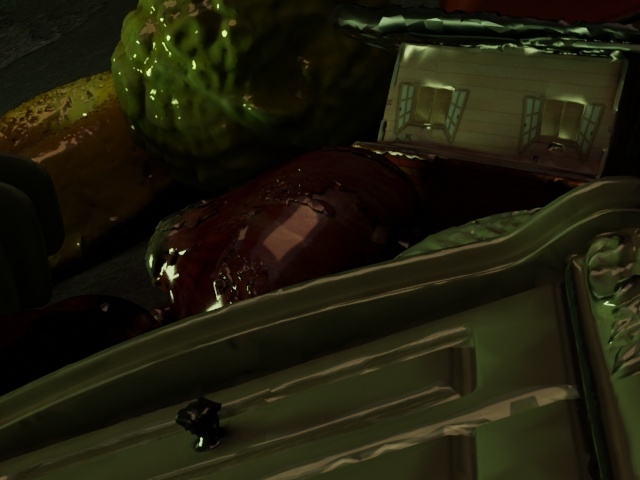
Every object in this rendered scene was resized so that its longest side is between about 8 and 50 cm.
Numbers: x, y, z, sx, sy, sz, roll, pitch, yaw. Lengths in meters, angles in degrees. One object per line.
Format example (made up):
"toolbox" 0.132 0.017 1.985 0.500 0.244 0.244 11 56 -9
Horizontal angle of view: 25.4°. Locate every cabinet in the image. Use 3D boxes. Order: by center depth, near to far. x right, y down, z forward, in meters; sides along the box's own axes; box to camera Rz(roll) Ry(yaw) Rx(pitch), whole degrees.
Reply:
"cabinet" -0.003 0.181 0.337 0.290 0.227 0.318 -19 22 14

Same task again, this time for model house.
"model house" 0.149 -0.039 0.851 0.207 0.154 0.294 14 0 -44

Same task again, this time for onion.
"onion" -0.026 0.025 0.777 0.147 0.184 0.184 22 30 0

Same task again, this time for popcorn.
"popcorn" -0.040 -0.154 1.196 0.237 0.206 0.251 -28 5 33

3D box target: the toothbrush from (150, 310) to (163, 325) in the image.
"toothbrush" -0.144 0.074 0.996 0.321 0.031 0.023 -29 57 -10

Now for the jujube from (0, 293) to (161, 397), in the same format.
"jujube" -0.169 0.109 0.781 0.168 0.168 0.236 -11 22 31

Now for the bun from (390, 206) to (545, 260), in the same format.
"bun" 0.091 0.071 0.638 0.195 0.118 0.195 -17 28 9

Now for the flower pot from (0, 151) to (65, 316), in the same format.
"flower pot" -0.356 0.039 1.041 0.254 0.164 0.367 19 44 29

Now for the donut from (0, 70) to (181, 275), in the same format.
"donut" -0.235 -0.065 1.305 0.277 0.108 0.277 -21 22 9

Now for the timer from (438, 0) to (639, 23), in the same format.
"timer" 0.211 -0.265 1.302 0.250 0.161 0.257 -34 19 19
